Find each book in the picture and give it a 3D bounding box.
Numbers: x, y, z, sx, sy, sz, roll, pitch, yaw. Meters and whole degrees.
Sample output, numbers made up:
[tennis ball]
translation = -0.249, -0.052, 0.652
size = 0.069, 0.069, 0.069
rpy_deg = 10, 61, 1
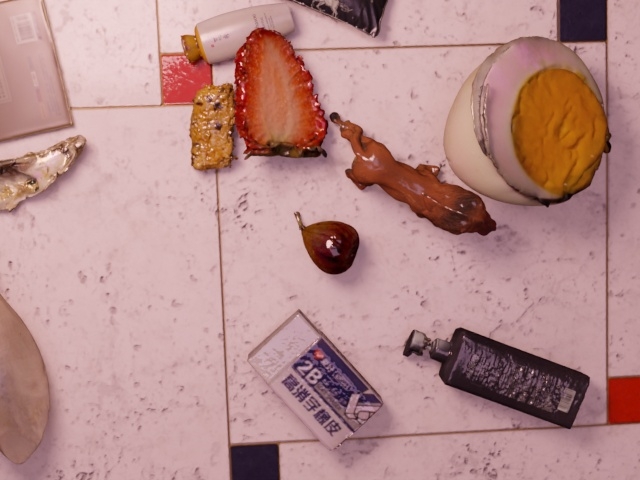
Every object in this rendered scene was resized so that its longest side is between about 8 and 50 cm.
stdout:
[book]
translation = -0.572, -0.256, 1.532
size = 0.310, 0.021, 0.217
rpy_deg = -13, 97, -3

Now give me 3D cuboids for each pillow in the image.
[pillow]
translation = 0.016, -0.425, 1.539
size = 0.208, 0.055, 0.141
rpy_deg = 20, 85, -6

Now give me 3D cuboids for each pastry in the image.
[pastry]
translation = -0.174, -0.183, 1.549
size = 0.080, 0.056, 0.140
rpy_deg = -4, 98, -4

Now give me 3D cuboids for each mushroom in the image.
[mushroom]
translation = -0.521, 0.187, 1.534
size = 0.128, 0.128, 0.350
rpy_deg = -21, 94, -1

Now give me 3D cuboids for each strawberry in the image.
[strawberry]
translation = -0.070, -0.227, 1.543
size = 0.167, 0.087, 0.208
rpy_deg = 1, 85, -28

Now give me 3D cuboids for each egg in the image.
[egg]
translation = 0.316, -0.182, 1.535
size = 0.286, 0.174, 0.264
rpy_deg = -27, 99, -27

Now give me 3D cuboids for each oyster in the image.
[oyster]
translation = -0.468, -0.108, 1.549
size = 0.199, 0.061, 0.106
rpy_deg = -7, 114, -1

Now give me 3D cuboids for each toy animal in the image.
[toy animal]
translation = 0.141, -0.095, 1.531
size = 0.312, 0.157, 0.097
rpy_deg = 29, 93, -8

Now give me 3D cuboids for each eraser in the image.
[eraser]
translation = -0.009, 0.232, 1.600
size = 0.124, 0.068, 0.210
rpy_deg = -42, 97, 4

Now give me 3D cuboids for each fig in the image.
[fig]
translation = 0.000, 0.000, 1.577
size = 0.125, 0.089, 0.089
rpy_deg = 28, 94, 19

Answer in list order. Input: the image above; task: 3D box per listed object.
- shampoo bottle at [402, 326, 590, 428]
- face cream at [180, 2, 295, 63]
[shampoo bottle]
translation = 0.293, 0.219, 1.617
size = 0.309, 0.071, 0.098
rpy_deg = 21, 95, -6
[face cream]
translation = -0.133, -0.333, 1.538
size = 0.182, 0.051, 0.072
rpy_deg = -17, 101, -1
